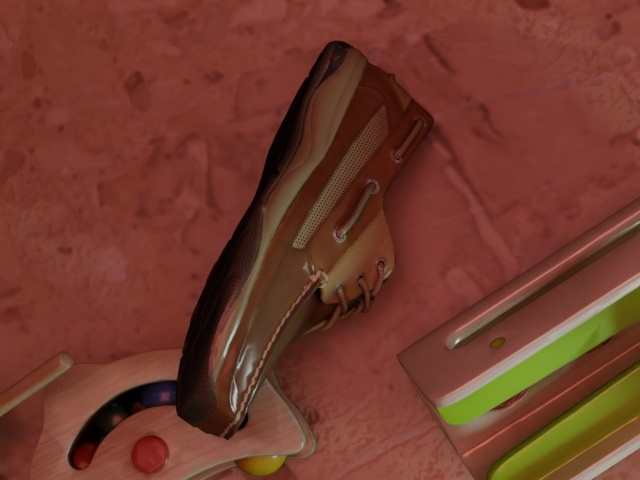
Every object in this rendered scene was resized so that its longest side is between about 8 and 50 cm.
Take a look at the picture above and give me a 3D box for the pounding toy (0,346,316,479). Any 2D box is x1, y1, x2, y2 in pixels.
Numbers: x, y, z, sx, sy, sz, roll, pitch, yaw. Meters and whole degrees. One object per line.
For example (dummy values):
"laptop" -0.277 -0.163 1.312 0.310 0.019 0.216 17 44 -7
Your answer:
"pounding toy" -0.145 0.161 1.224 0.269 0.155 0.154 -12 79 4

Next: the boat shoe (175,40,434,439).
"boat shoe" 0.000 0.000 1.203 0.120 0.122 0.324 27 62 -7

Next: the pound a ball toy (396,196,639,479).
"pound a ball toy" 0.203 0.109 1.224 0.319 0.136 0.208 -33 113 -1
